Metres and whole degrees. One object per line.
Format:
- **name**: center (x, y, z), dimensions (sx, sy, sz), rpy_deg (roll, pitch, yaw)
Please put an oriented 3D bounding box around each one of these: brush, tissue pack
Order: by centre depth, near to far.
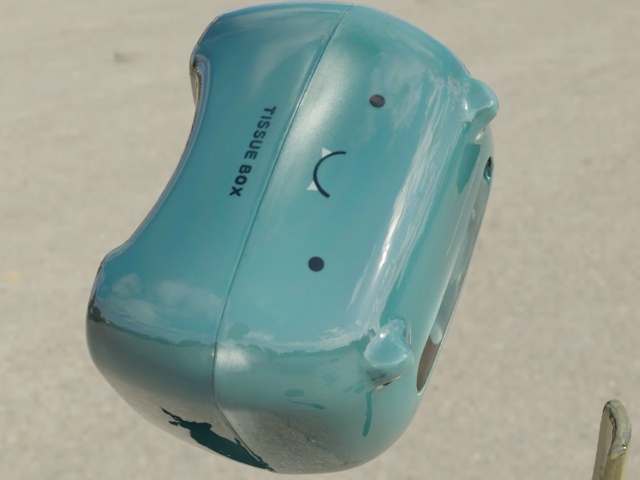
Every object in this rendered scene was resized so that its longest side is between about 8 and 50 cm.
- **brush**: center (0.155, 0.184, 0.921), dimensions (0.036, 0.248, 0.043), rpy_deg (-3, 39, -5)
- **tissue pack**: center (0.000, 0.000, 1.074), dimensions (0.206, 0.287, 0.198), rpy_deg (12, -27, 22)
